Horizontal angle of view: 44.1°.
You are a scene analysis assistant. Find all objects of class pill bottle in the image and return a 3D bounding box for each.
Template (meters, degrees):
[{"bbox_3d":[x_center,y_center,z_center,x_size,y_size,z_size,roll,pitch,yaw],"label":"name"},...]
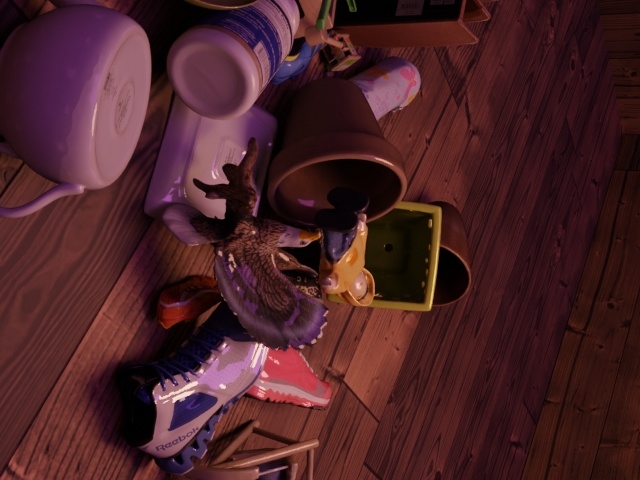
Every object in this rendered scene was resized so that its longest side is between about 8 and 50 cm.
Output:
[{"bbox_3d":[-0.133,-0.325,1.305,0.265,0.153,0.153,-64,145,-48],"label":"pill bottle"}]

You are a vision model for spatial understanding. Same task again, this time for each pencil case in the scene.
[{"bbox_3d":[0.113,-0.316,1.740,0.273,0.113,0.124,-37,146,-47],"label":"pencil case"}]

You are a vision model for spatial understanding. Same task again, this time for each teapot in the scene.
[{"bbox_3d":[-0.343,-0.189,1.025,0.256,0.187,0.253,-75,178,-57],"label":"teapot"}]

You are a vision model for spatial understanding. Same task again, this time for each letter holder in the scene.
[{"bbox_3d":[0.208,-0.486,1.675,0.214,0.301,0.152,20,80,-56],"label":"letter holder"}]

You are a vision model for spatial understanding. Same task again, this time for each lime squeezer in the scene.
[{"bbox_3d":[0.038,-0.465,1.457,0.310,0.058,0.110,-59,134,-66],"label":"lime squeezer"}]

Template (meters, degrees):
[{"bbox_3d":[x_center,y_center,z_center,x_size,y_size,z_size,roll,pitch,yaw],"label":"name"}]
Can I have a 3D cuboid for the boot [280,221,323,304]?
[{"bbox_3d":[-0.081,0.038,1.554,0.236,0.085,0.179,23,63,-42],"label":"boot"}]

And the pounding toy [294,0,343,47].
[{"bbox_3d":[-0.029,-0.427,1.474,0.206,0.094,0.181,-84,155,-43],"label":"pounding toy"}]

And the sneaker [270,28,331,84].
[{"bbox_3d":[-0.046,-0.369,1.545,0.209,0.069,0.082,-52,166,-48],"label":"sneaker"}]

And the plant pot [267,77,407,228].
[{"bbox_3d":[0.022,-0.180,1.528,0.263,0.263,0.229,40,36,-52],"label":"plant pot"}]

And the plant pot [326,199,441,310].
[{"bbox_3d":[0.140,0.024,1.726,0.207,0.228,0.227,-16,112,-83],"label":"plant pot"}]

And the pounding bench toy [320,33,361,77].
[{"bbox_3d":[0.028,-0.389,1.656,0.052,0.083,0.065,-21,82,-56],"label":"pounding bench toy"}]

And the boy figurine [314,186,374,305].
[{"bbox_3d":[0.047,0.037,1.507,0.177,0.092,0.285,-59,154,-35],"label":"boy figurine"}]

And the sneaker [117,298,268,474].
[{"bbox_3d":[-0.221,0.226,1.302,0.316,0.127,0.182,-60,141,-9],"label":"sneaker"}]

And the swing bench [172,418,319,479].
[{"bbox_3d":[-0.142,0.505,1.470,0.254,0.165,0.254,-12,107,-54],"label":"swing bench"}]

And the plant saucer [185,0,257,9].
[{"bbox_3d":[-0.190,-0.444,1.226,0.240,0.037,0.241,16,55,-23],"label":"plant saucer"}]

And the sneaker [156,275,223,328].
[{"bbox_3d":[-0.222,0.106,1.381,0.175,0.064,0.068,-14,130,-50],"label":"sneaker"}]

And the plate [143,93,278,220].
[{"bbox_3d":[-0.173,-0.140,1.406,0.278,0.045,0.278,27,74,-55],"label":"plate"}]

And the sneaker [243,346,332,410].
[{"bbox_3d":[-0.061,0.261,1.588,0.313,0.115,0.136,26,73,-55],"label":"sneaker"}]

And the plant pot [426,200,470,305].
[{"bbox_3d":[0.290,0.011,2.010,0.230,0.215,0.215,-67,146,-46],"label":"plant pot"}]

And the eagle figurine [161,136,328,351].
[{"bbox_3d":[-0.100,0.020,1.321,0.226,0.225,0.298,-42,136,-32],"label":"eagle figurine"}]

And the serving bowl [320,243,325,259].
[{"bbox_3d":[0.000,0.000,1.706,0.083,0.027,0.083,-14,107,-55],"label":"serving bowl"}]
